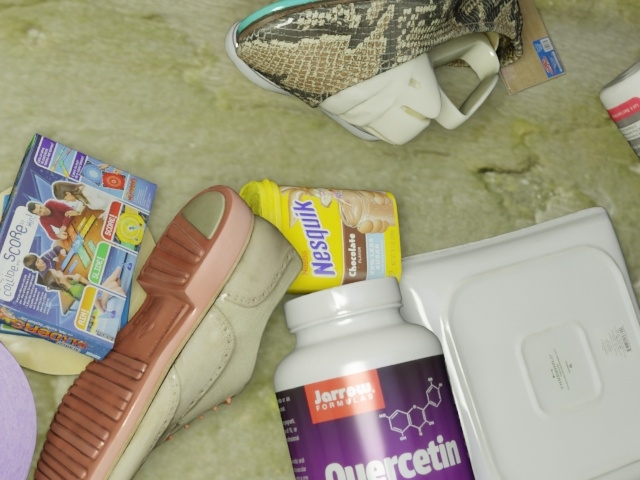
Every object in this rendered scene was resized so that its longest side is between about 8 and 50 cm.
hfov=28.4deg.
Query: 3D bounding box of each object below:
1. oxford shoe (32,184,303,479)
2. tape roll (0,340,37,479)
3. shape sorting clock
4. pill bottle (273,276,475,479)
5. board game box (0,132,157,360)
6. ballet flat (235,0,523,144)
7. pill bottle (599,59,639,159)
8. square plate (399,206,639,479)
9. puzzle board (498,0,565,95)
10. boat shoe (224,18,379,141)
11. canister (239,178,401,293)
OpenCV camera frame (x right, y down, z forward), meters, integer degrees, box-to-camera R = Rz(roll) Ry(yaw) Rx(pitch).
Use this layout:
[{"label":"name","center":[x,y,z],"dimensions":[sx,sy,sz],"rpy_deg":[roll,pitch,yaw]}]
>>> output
[{"label":"oxford shoe","center":[-0.144,0.148,1.241],"dimensions":[0.146,0.140,0.397],"rpy_deg":[36,83,-33]},{"label":"tape roll","center":[-0.390,0.169,1.089],"dimensions":[0.275,0.090,0.274],"rpy_deg":[-14,118,-29]},{"label":"shape sorting clock","center":[-0.262,0.035,1.288],"dimensions":[0.206,0.040,0.206],"rpy_deg":[7,75,-28]},{"label":"pill bottle","center":[0.057,0.208,1.305],"dimensions":[0.181,0.181,0.323],"rpy_deg":[-11,83,-27]},{"label":"board game box","center":[-0.247,0.004,1.240],"dimensions":[0.136,0.035,0.201],"rpy_deg":[24,52,-18]},{"label":"ballet flat","center":[0.104,-0.203,1.390],"dimensions":[0.483,0.164,0.182],"rpy_deg":[-26,94,-52]},{"label":"pill bottle","center":[0.511,-0.105,1.603],"dimensions":[0.176,0.176,0.318],"rpy_deg":[-36,93,-28]},{"label":"square plate","center":[0.271,0.151,1.498],"dimensions":[0.344,0.049,0.347],"rpy_deg":[-14,83,-26]},{"label":"puzzle board","center":[0.251,-0.256,1.618],"dimensions":[0.096,0.011,0.128],"rpy_deg":[-23,87,-29]},{"label":"boat shoe","center":[0.001,-0.190,1.449],"dimensions":[0.228,0.076,0.080],"rpy_deg":[33,65,-14]},{"label":"canister","center":[0.000,0.000,1.400],"dimensions":[0.170,0.073,0.126],"rpy_deg":[2,77,-26]}]
